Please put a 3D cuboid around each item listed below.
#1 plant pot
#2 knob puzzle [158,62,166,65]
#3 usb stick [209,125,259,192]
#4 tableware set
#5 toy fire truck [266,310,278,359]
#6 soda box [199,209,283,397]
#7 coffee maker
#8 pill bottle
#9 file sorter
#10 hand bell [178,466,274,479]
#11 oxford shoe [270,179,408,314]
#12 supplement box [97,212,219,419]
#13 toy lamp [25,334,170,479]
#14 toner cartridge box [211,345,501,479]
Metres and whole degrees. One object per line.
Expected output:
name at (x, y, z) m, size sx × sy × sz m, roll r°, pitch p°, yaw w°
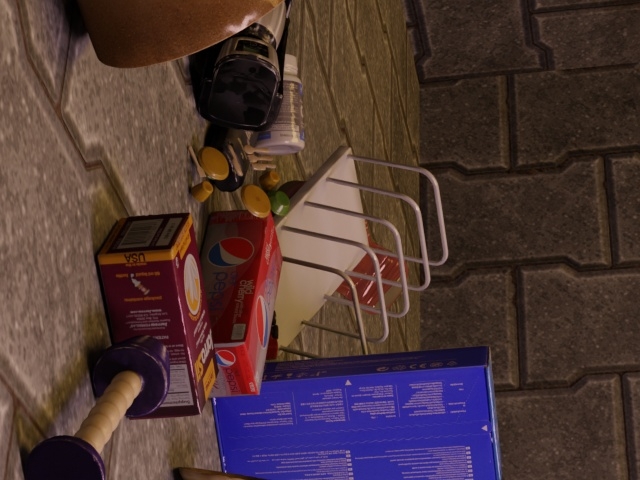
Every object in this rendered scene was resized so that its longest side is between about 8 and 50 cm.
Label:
plant pot at (-0.163, -0.334, 1.580) m, size 0.237 × 0.237 × 0.254 m, roll -79°, pitch 149°, yaw -56°
knob puzzle at (-0.180, -0.325, 1.891) m, size 0.213 × 0.030 × 0.213 m, roll 5°, pitch 90°, yaw -90°
usb stick at (-0.108, -0.157, 2.235) m, size 0.278 × 0.045 × 0.077 m, roll -77°, pitch 158°, yaw -59°
tableware set at (-0.104, -0.071, 2.076) m, size 0.154 × 0.024 × 0.104 m, roll -3°, pitch 63°, yaw -49°
toy fire truck at (-0.086, 0.143, 2.179) m, size 0.135 × 0.047 × 0.192 m, roll 100°, pitch -15°, yaw -48°
soda box at (-0.106, 0.074, 2.038) m, size 0.263 × 0.083 × 0.092 m, roll -81°, pitch 163°, yaw -51°
coffee maker at (-0.092, -0.226, 2.147) m, size 0.171 × 0.120 × 0.178 m, roll 76°, pitch 14°, yaw -45°
pill bottle at (-0.064, -0.199, 2.413) m, size 0.078 × 0.078 × 0.137 m, roll 40°, pitch 46°, yaw -76°
file sorter at (0.048, 0.027, 2.397) m, size 0.278 × 0.173 × 0.193 m, roll -49°, pitch 140°, yaw -41°
hand bell at (-0.118, 0.384, 1.860) m, size 0.126 × 0.126 × 0.242 m, roll 38°, pitch 61°, yaw -76°
oxford shoe at (0.000, 0.000, 2.644) m, size 0.140 × 0.146 × 0.397 m, roll -51°, pitch 147°, yaw -6°
supplement box at (-0.165, 0.078, 1.706) m, size 0.104 × 0.080 × 0.188 m, roll -72°, pitch 156°, yaw -66°
toy lamp at (-0.196, 0.158, 1.522) m, size 0.275 × 0.080 × 0.080 m, roll -59°, pitch 143°, yaw -69°
toner cartridge box at (0.047, 0.232, 2.074) m, size 0.075 × 0.347 × 0.165 m, roll -68°, pitch 152°, yaw -71°
